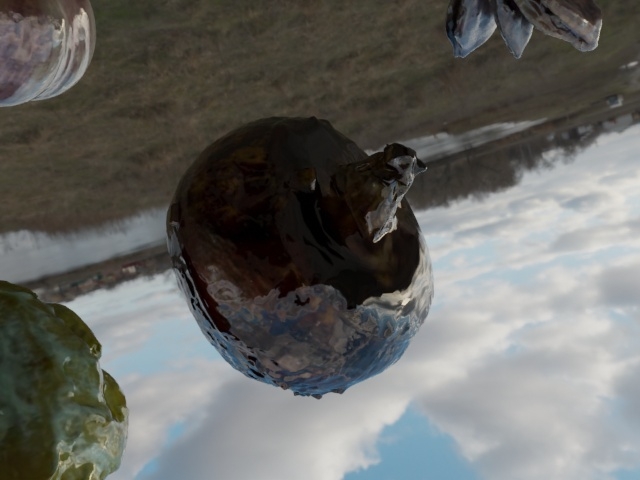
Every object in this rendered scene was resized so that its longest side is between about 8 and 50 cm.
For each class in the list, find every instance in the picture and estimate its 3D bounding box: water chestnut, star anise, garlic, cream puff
[{"bbox_3d":[0.000,0.000,0.674,0.302,0.350,0.350,-35,173,32],"label":"water chestnut"},{"bbox_3d":[0.185,-0.276,0.568,0.093,0.236,0.229,-24,158,-36],"label":"star anise"},{"bbox_3d":[-0.292,-0.264,0.535,0.253,0.245,0.245,-30,178,21],"label":"garlic"},{"bbox_3d":[-0.400,0.233,0.659,0.379,0.378,0.275,-16,152,-13],"label":"cream puff"}]
